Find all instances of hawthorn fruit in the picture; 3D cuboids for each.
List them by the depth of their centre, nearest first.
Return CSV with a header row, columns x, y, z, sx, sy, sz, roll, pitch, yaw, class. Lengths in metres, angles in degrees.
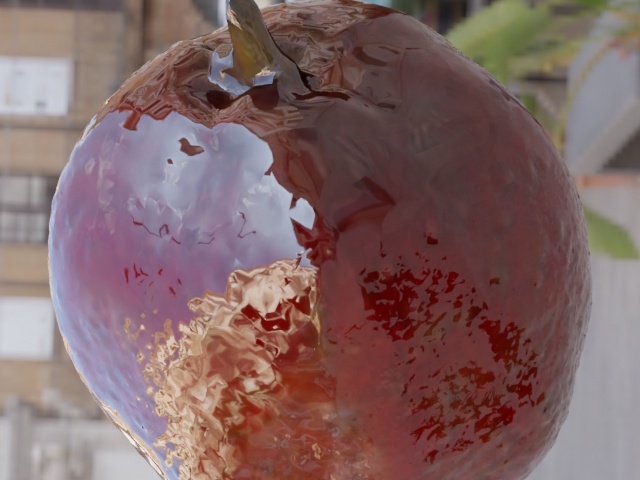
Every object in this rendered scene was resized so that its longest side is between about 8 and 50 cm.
x,y,z,sx,sy,sz,roll,pitch,yaw,class
0.000,0.000,0.776,0.215,0.215,0.250,-87,-16,-53,hawthorn fruit
